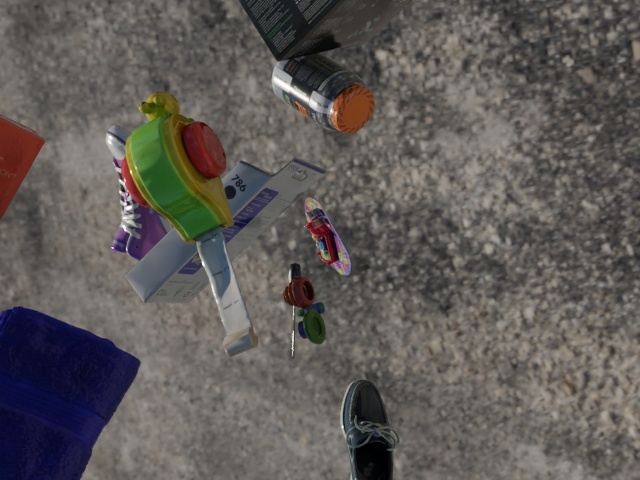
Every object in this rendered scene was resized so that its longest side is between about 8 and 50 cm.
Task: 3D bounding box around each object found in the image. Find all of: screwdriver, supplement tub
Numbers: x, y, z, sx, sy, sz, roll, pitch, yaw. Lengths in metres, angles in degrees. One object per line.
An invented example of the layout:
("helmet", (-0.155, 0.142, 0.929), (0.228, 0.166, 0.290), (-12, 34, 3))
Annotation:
("screwdriver", (-0.043, 0.124, 1.769), (0.024, 0.025, 0.170), (6, 101, 55))
("supplement tub", (0.006, -0.281, 1.895), (0.190, 0.117, 0.117), (38, 132, 38))

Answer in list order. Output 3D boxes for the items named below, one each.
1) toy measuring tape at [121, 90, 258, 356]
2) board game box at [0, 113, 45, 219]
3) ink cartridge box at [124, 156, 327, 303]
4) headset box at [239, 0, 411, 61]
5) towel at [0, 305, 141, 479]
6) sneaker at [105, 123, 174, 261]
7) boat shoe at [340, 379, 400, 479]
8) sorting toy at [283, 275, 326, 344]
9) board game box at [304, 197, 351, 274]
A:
("toy measuring tape", (-0.152, -0.031, 1.141), (0.121, 0.121, 0.330), (-46, 57, 52))
("board game box", (-0.577, -0.064, 1.434), (0.064, 0.242, 0.316), (34, 95, 48))
("ink cartridge box", (-0.148, -0.029, 1.606), (0.332, 0.165, 0.065), (-42, 75, 10))
("headset box", (0.054, -0.429, 1.643), (0.246, 0.283, 0.131), (-37, 81, 41))
("towel", (-0.411, 0.244, 1.372), (0.227, 0.308, 0.076), (17, 148, 11))
("sneaker", (-0.333, -0.063, 1.826), (0.102, 0.161, 0.282), (23, 150, 57))
("boat shoe", (0.086, 0.361, 1.765), (0.079, 0.095, 0.254), (124, 152, -62))
("sorting toy", (-0.026, 0.102, 1.432), (0.042, 0.061, 0.102), (-18, 80, 26))
("board game box", (0.000, 0.000, 1.959), (0.169, 0.033, 0.133), (62, 163, 5))
